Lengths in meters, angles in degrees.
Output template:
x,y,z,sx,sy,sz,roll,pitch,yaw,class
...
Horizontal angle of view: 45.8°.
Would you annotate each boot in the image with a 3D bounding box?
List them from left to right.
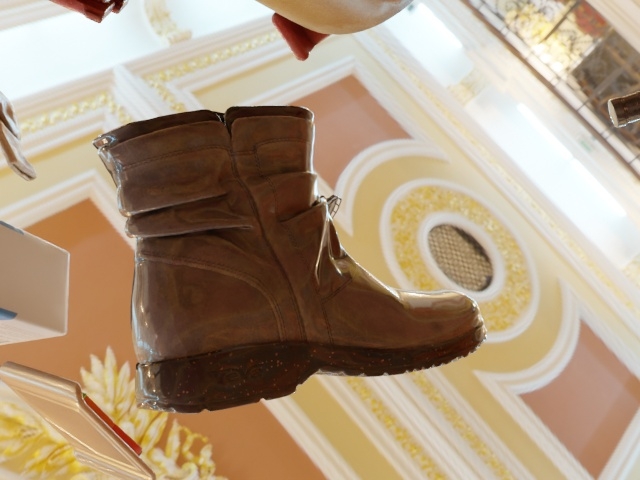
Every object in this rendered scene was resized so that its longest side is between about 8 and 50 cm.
x,y,z,sx,sy,sz,roll,pitch,yaw,class
0.000,0.000,0.603,0.338,0.118,0.222,-3,-96,-41,boot

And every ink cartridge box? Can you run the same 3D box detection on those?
x,y,z,sx,sy,sz,roll,pitch,yaw,class
-0.679,0.085,1.288,0.285,0.395,0.166,44,-141,-64,ink cartridge box

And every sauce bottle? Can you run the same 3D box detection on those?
x,y,z,sx,sy,sz,roll,pitch,yaw,class
0.320,-0.131,0.662,0.042,0.128,0.042,-16,-90,-75,sauce bottle

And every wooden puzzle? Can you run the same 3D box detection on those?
x,y,z,sx,sy,sz,roll,pitch,yaw,class
-0.382,0.289,1.207,0.044,0.221,0.238,-52,-49,-35,wooden puzzle

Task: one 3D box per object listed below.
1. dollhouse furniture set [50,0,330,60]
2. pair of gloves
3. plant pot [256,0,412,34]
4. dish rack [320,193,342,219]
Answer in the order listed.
x,y,z,sx,sy,sz,roll,pitch,yaw,class
-0.114,-0.303,0.785,0.374,0.201,0.152,19,-158,-10,dollhouse furniture set
-0.502,-0.214,1.113,0.042,0.240,0.204,-32,-118,-5,pair of gloves
-0.052,-0.290,0.551,0.254,0.237,0.237,-4,-121,-50,plant pot
-0.058,0.035,1.319,0.271,0.208,0.074,-41,-96,-17,dish rack
